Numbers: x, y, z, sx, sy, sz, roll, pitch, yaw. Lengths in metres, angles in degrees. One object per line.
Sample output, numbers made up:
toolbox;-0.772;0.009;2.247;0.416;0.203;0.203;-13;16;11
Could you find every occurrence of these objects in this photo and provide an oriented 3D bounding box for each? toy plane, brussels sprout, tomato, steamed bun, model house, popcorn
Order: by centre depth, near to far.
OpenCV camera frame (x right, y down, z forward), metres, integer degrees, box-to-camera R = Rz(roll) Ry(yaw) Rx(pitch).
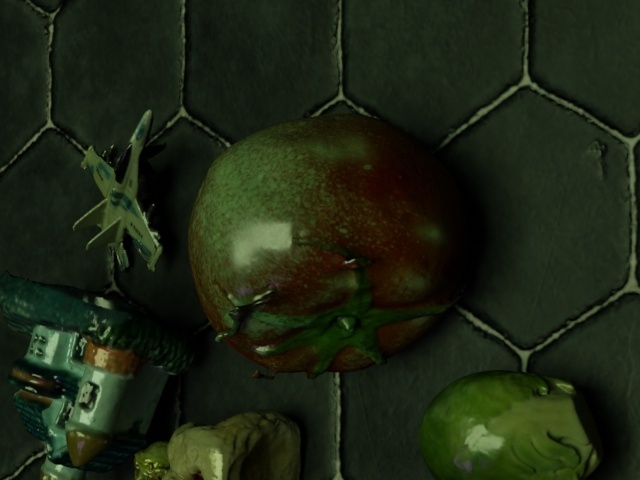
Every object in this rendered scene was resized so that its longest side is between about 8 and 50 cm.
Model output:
brussels sprout;0.189;0.205;1.536;0.180;0.144;0.162;-33;93;26
tomato;0.000;0.000;1.633;0.303;0.303;0.239;-38;51;30
steamed bun;-0.122;0.277;1.784;0.155;0.140;0.172;8;97;42
model house;-0.310;0.201;1.878;0.253;0.184;0.291;14;88;36
popcorn;-0.198;0.288;1.890;0.083;0.059;0.068;29;106;26
toy plane;-0.236;-0.075;1.905;0.192;0.088;0.262;55;133;23
